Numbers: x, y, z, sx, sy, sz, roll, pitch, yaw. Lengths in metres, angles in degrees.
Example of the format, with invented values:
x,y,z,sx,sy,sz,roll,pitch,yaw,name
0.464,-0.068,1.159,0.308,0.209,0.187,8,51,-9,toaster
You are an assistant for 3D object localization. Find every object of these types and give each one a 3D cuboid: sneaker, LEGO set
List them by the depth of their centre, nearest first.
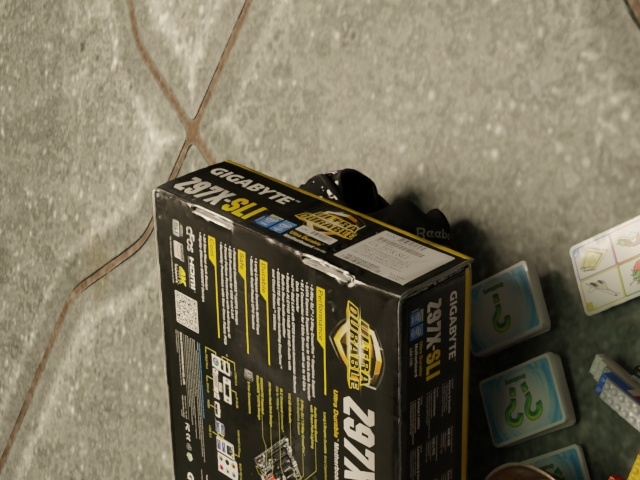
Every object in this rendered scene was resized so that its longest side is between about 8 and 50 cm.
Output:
x,y,z,sx,sy,sz,roll,pitch,yaw,name
0.176,0.084,0.948,0.244,0.060,0.182,-30,67,50,LEGO set
0.000,0.000,1.178,0.283,0.107,0.124,16,96,45,sneaker

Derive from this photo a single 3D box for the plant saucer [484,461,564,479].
x,y,z,sx,sy,sz,roll,pitch,yaw,name
0.154,0.226,0.964,0.168,0.029,0.168,27,121,57,plant saucer

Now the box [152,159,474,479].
x,y,z,sx,sy,sz,roll,pitch,yaw,name
-0.009,0.129,1.072,0.257,0.079,0.322,22,123,41,box
